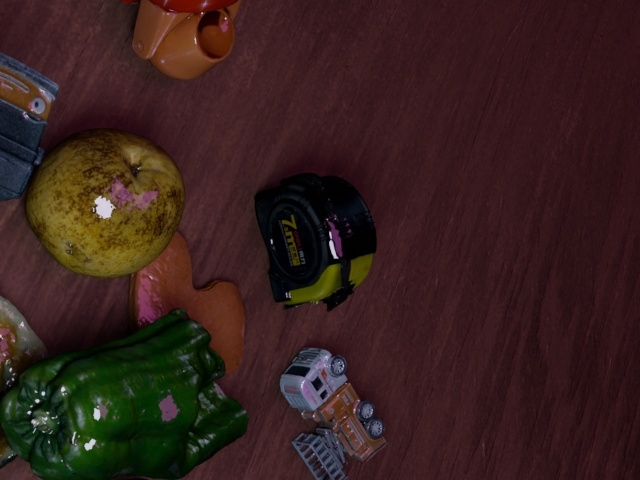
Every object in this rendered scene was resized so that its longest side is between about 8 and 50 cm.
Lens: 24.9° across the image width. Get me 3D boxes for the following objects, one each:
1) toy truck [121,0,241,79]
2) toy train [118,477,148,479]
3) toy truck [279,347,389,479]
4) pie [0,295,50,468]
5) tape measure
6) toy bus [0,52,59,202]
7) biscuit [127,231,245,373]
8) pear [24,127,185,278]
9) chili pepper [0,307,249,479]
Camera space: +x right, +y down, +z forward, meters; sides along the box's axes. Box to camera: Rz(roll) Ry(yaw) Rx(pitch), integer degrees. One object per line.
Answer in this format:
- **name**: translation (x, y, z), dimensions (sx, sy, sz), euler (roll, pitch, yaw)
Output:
- **toy truck**: translation (-0.207, -0.360, 1.955), dimensions (0.189, 0.239, 0.265), euler (-22, 57, -42)
- **toy train**: translation (-0.267, 0.398, 1.796), dimensions (0.131, 0.083, 0.204), euler (-4, 85, -15)
- **toy truck**: translation (0.006, 0.250, 2.090), dimensions (0.115, 0.080, 0.177), euler (-41, 112, -28)
- **pie**: translation (-0.424, 0.172, 1.737), dimensions (0.240, 0.054, 0.240), euler (7, 79, -40)
- **tape measure**: translation (0.000, 0.000, 2.052), dimensions (0.112, 0.186, 0.199), euler (-18, 94, -34)
- **toy bus**: translation (-0.428, -0.120, 1.635), dimensions (0.138, 0.275, 0.167), euler (27, 67, -36)
- **biscuit**: translation (-0.177, 0.083, 1.983), dimensions (0.192, 0.036, 0.186), euler (17, 70, -40)
- **pear**: translation (-0.265, -0.049, 1.828), dimensions (0.197, 0.197, 0.197), euler (8, 77, -40)
- **chili pepper**: translation (-0.211, 0.211, 1.790), dimensions (0.167, 0.213, 0.385), euler (45, 23, 23)
